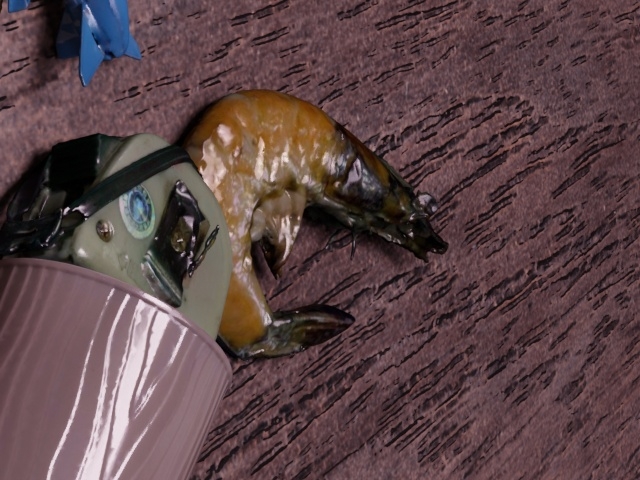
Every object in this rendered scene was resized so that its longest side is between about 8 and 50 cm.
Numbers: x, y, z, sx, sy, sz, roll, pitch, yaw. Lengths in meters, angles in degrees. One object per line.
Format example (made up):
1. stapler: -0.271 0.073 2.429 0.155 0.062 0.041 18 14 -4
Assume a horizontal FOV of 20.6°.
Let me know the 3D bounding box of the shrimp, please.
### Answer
1. shrimp: 0.000 0.000 1.823 0.445 0.085 0.272 15 81 -52

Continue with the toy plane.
1. toy plane: -0.210 -0.275 1.508 0.254 0.105 0.271 -43 128 -65

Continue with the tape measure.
1. tape measure: -0.167 -0.008 1.526 0.235 0.115 0.207 51 42 -41

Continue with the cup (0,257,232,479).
1. cup: -0.227 0.158 1.363 0.288 0.208 0.273 49 51 -44

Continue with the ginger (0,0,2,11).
1. ginger: -0.298 -0.201 1.393 0.131 0.086 0.294 -23 114 -74
